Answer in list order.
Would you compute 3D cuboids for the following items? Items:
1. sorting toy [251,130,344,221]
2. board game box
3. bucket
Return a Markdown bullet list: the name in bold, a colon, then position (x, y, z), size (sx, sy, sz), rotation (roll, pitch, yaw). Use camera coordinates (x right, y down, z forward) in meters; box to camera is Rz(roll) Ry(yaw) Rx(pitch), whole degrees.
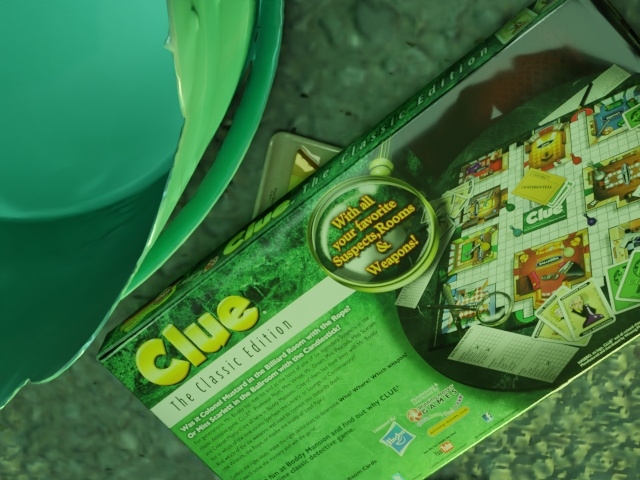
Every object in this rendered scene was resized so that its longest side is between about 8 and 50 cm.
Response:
- **sorting toy**: position (0.000, 0.000, 0.685), size (0.062, 0.012, 0.083), rotation (16, 113, 5)
- **board game box**: position (0.046, 0.019, 0.665), size (0.259, 0.030, 0.136), rotation (-36, 109, 21)
- **bucket**: position (-0.153, -0.085, 0.591), size (0.281, 0.183, 0.281), rotation (4, 113, 10)
